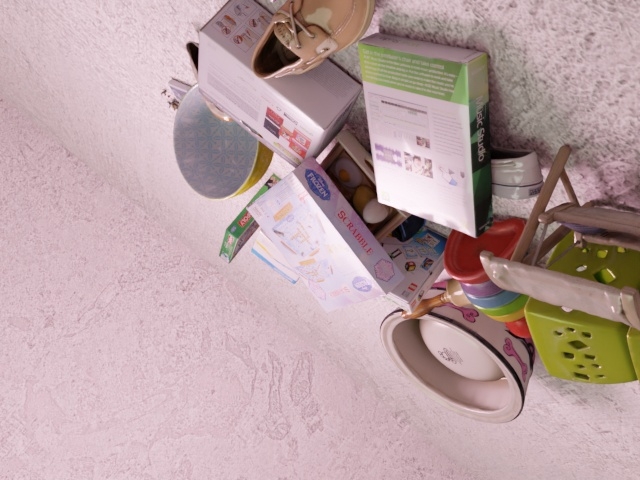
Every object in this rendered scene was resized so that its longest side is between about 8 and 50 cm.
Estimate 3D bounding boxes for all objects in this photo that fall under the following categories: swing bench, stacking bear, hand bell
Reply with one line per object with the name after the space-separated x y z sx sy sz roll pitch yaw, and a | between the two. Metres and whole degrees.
0.427 0.012 1.211 0.253 0.255 0.165 19 154 48 | swing bench
0.391 0.096 1.672 0.175 0.164 0.289 15 155 52 | stacking bear
0.279 0.135 1.850 0.126 0.126 0.242 44 132 -17 | hand bell

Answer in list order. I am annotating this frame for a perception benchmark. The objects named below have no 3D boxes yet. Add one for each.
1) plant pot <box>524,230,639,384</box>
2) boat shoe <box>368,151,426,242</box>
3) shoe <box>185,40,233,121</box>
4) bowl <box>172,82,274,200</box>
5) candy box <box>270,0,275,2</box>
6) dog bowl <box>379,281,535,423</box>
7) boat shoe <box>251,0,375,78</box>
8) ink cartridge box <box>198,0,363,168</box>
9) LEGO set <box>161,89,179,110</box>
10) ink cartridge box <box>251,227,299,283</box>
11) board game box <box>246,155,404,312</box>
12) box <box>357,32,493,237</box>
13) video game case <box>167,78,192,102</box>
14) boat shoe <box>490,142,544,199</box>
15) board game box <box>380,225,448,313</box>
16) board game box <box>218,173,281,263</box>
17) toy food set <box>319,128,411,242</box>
0.507 0.118 1.382 0.207 0.228 0.227 14 150 38 | plant pot
0.131 -0.101 1.789 0.258 0.089 0.109 43 161 -10 | boat shoe
-0.245 -0.359 1.809 0.219 0.076 0.058 61 -174 21 | shoe
-0.201 -0.244 1.938 0.289 0.290 0.156 26 -159 34 | bowl
-0.101 -0.491 1.182 0.233 0.159 0.071 41 161 -7 | candy box
0.361 0.275 2.059 0.408 0.150 0.408 29 149 19 | dog bowl
-0.020 -0.354 1.356 0.122 0.110 0.341 60 153 2 | boat shoe
-0.096 -0.311 1.657 0.309 0.130 0.272 39 162 1 | ink cartridge box
-0.416 -0.391 2.284 0.054 0.023 0.083 17 139 45 | LEGO set
-0.072 -0.009 2.285 0.168 0.171 0.233 38 163 1 | ink cartridge box
0.000 0.000 1.772 0.318 0.066 0.318 53 155 -5 | board game box
0.182 -0.181 1.378 0.232 0.058 0.322 24 137 40 | box
-0.310 -0.344 2.178 0.190 0.022 0.173 27 158 34 | video game case
0.273 -0.140 1.423 0.267 0.096 0.088 25 132 53 | boat shoe
0.142 0.022 1.902 0.305 0.193 0.053 28 159 31 | board game box
-0.207 -0.057 2.364 0.046 0.213 0.317 39 163 1 | board game box
0.055 -0.078 1.734 0.220 0.092 0.306 49 148 3 | toy food set
